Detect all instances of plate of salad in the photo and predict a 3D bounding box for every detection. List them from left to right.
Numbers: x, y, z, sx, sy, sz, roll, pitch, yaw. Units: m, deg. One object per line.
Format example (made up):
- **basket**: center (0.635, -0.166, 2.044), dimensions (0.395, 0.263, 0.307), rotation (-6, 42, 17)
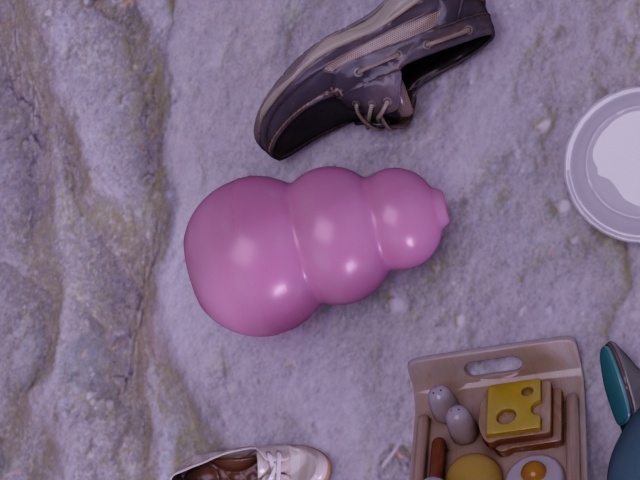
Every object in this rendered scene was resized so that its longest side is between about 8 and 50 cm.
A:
- **plate of salad**: center (0.400, -0.093, 1.876), dimensions (0.199, 0.048, 0.200), rotation (-2, 81, 16)

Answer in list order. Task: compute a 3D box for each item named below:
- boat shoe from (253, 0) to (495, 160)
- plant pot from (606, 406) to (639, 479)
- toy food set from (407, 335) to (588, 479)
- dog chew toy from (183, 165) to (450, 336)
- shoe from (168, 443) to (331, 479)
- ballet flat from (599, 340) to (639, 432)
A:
- **boat shoe**: center (0.070, -0.211, 1.974), dimensions (0.355, 0.132, 0.130), rotation (-38, 70, 11)
- **plant pot**: center (0.470, 0.241, 1.647), dimensions (0.290, 0.195, 0.290), rotation (0, 57, 0)
- **toy food set**: center (0.198, 0.242, 1.796), dimensions (0.219, 0.092, 0.306), rotation (-11, 40, 18)
- **dog chew toy**: center (0.000, 0.000, 1.932), dimensions (0.331, 0.206, 0.207), rotation (-14, 75, 8)
- **shoe**: center (-0.094, 0.306, 1.975), dimensions (0.219, 0.058, 0.077), rotation (-8, 77, 19)
- **ballet flat**: center (0.388, 0.222, 1.821), dimensions (0.068, 0.072, 0.213), rotation (-8, 77, -10)
